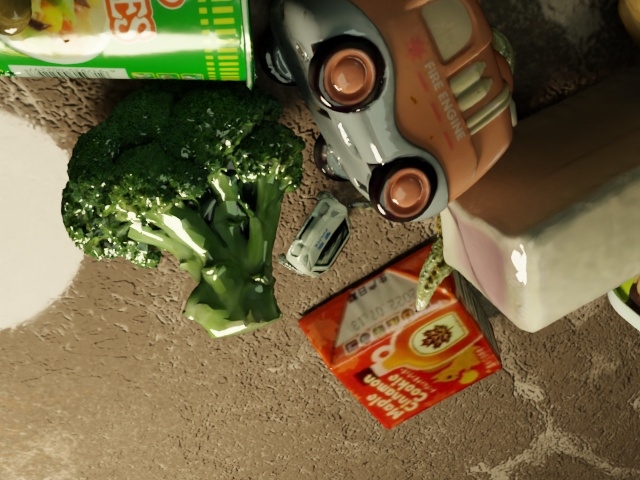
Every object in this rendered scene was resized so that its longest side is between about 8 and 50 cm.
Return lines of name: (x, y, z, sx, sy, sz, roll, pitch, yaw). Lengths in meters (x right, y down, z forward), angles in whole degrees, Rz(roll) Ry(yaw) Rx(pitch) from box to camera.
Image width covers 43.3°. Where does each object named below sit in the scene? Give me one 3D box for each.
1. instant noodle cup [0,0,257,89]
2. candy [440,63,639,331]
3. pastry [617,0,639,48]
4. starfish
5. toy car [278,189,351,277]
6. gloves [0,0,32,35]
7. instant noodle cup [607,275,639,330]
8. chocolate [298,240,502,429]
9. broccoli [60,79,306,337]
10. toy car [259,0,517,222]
instant noodle cup: (-0.180, -0.215, 0.670, 0.233, 0.207, 0.207, -7, 133, -5)
candy: (0.313, -0.060, 0.893, 0.359, 0.208, 0.145, -26, 121, -13)
pastry: (0.443, -0.273, 0.787, 0.284, 0.184, 0.315, -27, 162, 1)
starfish: (0.214, -0.058, 1.010, 0.347, 0.078, 0.358, -49, 123, -1)
toy car: (0.000, 0.000, 0.940, 0.056, 0.205, 0.095, 33, 88, 4)
gloves: (-0.269, -0.248, 0.512, 0.141, 0.331, 0.154, -2, 165, -1)
instant noodle cup: (0.561, -0.026, 1.078, 0.294, 0.294, 0.308, -10, 126, -12)
chocolate: (0.127, 0.149, 1.163, 0.235, 0.108, 0.237, -29, 136, 8)
broccoli: (-0.120, -0.033, 0.809, 0.270, 0.270, 0.270, -23, 174, -3)
toy car: (0.082, -0.162, 0.798, 0.212, 0.180, 0.270, -34, 117, -7)
